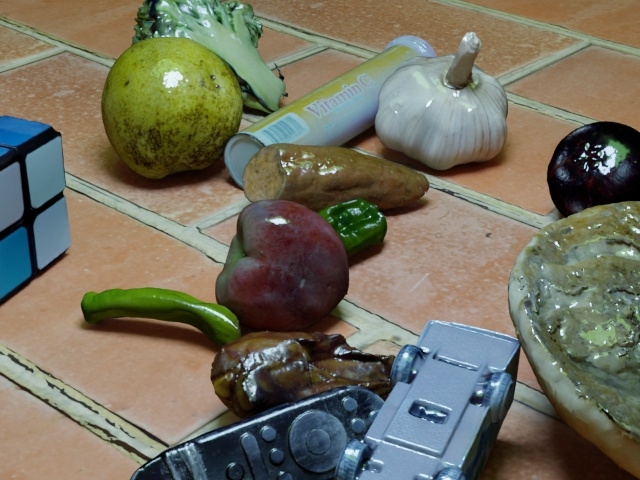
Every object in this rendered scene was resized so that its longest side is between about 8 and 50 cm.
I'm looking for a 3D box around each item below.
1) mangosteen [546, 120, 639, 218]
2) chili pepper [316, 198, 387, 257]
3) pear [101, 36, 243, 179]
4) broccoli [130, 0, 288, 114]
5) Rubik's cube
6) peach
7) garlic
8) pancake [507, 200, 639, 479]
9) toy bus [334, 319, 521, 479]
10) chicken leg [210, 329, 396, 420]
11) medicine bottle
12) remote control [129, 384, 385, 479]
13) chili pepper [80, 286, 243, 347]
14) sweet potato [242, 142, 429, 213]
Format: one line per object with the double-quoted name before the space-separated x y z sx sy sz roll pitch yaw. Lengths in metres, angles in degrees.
"mangosteen" 0.372 -0.077 1.649 0.152 0.152 0.152 0 29 0
"chili pepper" 0.001 0.003 1.559 0.204 0.073 0.072 -24 51 -34
"pear" -0.207 -0.178 1.764 0.197 0.197 0.197 0 29 0
"broccoli" -0.196 -0.272 2.017 0.180 0.273 0.242 -35 14 42
"Rubik's cube" -0.422 -0.044 1.520 0.183 0.180 0.167 15 31 22
"peach" -0.036 0.032 1.436 0.152 0.152 0.152 0 29 0
"garlic" 0.177 -0.219 1.786 0.199 0.226 0.199 4 53 -5
"pancake" 0.357 0.106 1.254 0.387 0.082 0.387 14 44 -14
"toy bus" 0.091 0.200 1.121 0.109 0.136 0.330 14 31 17
"chicken leg" 0.036 0.141 1.297 0.304 0.093 0.113 -1 45 -18
"medicine bottle" 0.023 -0.192 1.872 0.108 0.108 0.426 20 35 31
"remote control" -0.057 0.208 1.176 0.266 0.066 0.090 -16 75 -23
"chili pepper" -0.172 0.082 1.418 0.201 0.052 0.050 9 44 17
"sweet potato" 0.024 -0.075 1.675 0.251 0.097 0.097 4 28 -11
